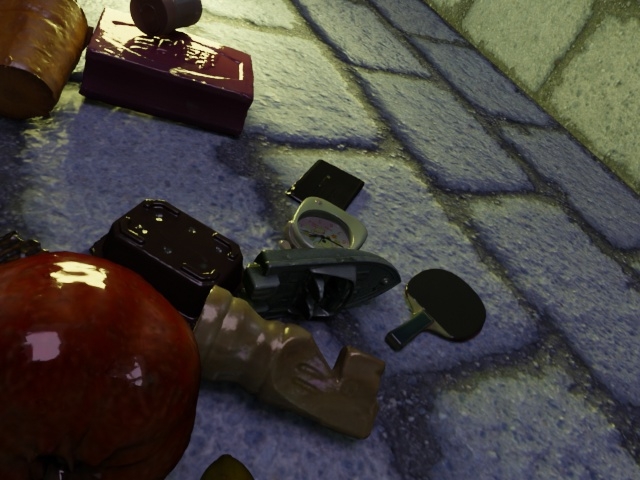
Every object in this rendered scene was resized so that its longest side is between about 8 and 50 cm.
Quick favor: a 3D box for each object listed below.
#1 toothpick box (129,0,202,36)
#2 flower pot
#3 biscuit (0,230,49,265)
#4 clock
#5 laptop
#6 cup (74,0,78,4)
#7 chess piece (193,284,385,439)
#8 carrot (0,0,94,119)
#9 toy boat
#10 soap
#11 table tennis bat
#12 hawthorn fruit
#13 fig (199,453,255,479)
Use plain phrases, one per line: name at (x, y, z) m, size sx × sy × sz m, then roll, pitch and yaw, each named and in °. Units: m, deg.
toothpick box at (-0.348, -0.527, 1.158) m, size 0.098 × 0.098 × 0.149 m, roll 30°, pitch 36°, yaw 3°
flower pot at (-0.237, 0.022, 0.839) m, size 0.251 × 0.084 × 0.179 m, roll 31°, pitch 40°, yaw 4°
biscuit at (-0.448, 0.089, 0.629) m, size 0.070 × 0.106 × 0.252 m, roll 34°, pitch 40°, yaw 6°
clock at (0.000, 0.000, 1.012) m, size 0.151 × 0.062 × 0.191 m, roll 32°, pitch 40°, yaw 4°
laptop at (0.016, -0.123, 1.189) m, size 0.135 × 0.016 × 0.197 m, roll 30°, pitch 39°, yaw 5°
cup at (-0.709, -0.525, 1.102) m, size 0.288 × 0.203 × 0.203 m, roll -28°, pitch 64°, yaw -39°
chess piece at (-0.050, 0.185, 0.738) m, size 0.301 × 0.137 × 0.137 m, roll 26°, pitch 39°, yaw -7°
carrot at (-0.571, -0.359, 1.008) m, size 0.196 × 0.196 × 0.254 m, roll 8°, pitch 57°, yaw -22°
toy boat at (0.012, 0.076, 0.873) m, size 0.319 × 0.141 × 0.092 m, roll -3°, pitch 47°, yaw -31°
soap at (-0.345, -0.389, 1.188) m, size 0.359 × 0.128 × 0.233 m, roll 11°, pitch 42°, yaw -21°
table tennis bat at (0.230, 0.143, 1.019) m, size 0.173 × 0.022 × 0.301 m, roll 46°, pitch 42°, yaw 20°
hawthorn fruit at (-0.287, 0.135, 0.575) m, size 0.287 × 0.287 × 0.330 m, roll 4°, pitch 27°, yaw -26°
fig at (-0.114, 0.301, 0.619) m, size 0.074 × 0.074 × 0.088 m, roll 9°, pitch 27°, yaw -21°
